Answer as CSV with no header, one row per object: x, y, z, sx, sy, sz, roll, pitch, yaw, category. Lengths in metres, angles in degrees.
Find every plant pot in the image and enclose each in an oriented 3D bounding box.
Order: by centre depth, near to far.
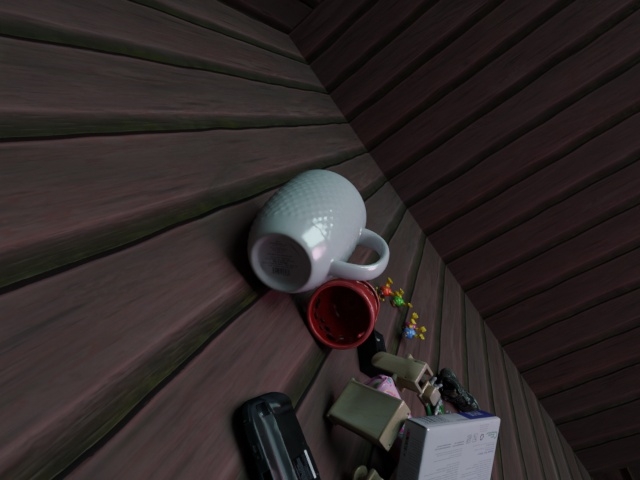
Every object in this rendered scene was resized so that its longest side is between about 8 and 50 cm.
0.073,0.194,1.177,0.191,0.191,0.174,58,17,3,plant pot

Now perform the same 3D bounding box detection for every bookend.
0.194,0.369,1.317,0.157,0.072,0.156,42,28,-31,bookend

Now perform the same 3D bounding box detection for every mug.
0.000,0.000,1.094,0.374,0.276,0.328,18,30,11,mug

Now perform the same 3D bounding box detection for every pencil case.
0.212,0.509,1.112,0.284,0.124,0.124,56,24,5,pencil case

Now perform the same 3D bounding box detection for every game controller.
-0.057,0.451,0.781,0.319,0.067,0.166,65,11,19,game controller

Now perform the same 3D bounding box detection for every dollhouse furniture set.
0.194,0.505,1.028,0.303,0.174,0.355,-48,120,-28,dollhouse furniture set

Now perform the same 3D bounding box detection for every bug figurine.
0.332,0.294,1.671,0.216,0.072,0.279,27,32,-58,bug figurine

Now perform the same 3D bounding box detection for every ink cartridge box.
0.291,0.578,0.957,0.324,0.071,0.330,16,85,-39,ink cartridge box

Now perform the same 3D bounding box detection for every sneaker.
0.554,0.637,1.647,0.227,0.087,0.130,56,26,8,sneaker

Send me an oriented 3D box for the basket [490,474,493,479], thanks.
0.459,0.760,1.240,0.204,0.154,0.227,55,20,-6,basket

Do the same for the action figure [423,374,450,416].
0.419,0.608,1.463,0.137,0.064,0.232,48,29,-26,action figure
